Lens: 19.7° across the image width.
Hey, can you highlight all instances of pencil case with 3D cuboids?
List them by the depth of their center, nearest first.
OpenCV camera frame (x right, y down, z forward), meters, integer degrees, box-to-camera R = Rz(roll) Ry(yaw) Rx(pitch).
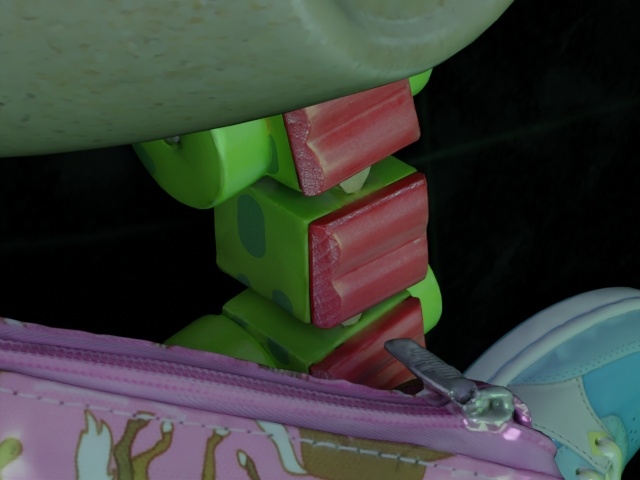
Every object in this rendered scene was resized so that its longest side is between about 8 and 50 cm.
[{"bbox_3d":[-0.095,0.095,0.606,0.386,0.160,0.167,12,78,-32],"label":"pencil case"}]

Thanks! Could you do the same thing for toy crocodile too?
[{"bbox_3d":[0.000,0.000,0.744,0.115,0.105,0.341,-30,133,-29],"label":"toy crocodile"}]

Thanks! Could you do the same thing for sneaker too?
[{"bbox_3d":[0.122,0.166,0.895,0.319,0.208,0.127,-40,136,-21],"label":"sneaker"}]

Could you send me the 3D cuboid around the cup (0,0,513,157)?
[{"bbox_3d":[-0.059,-0.153,0.425,0.331,0.237,0.331,-43,144,-41],"label":"cup"}]
